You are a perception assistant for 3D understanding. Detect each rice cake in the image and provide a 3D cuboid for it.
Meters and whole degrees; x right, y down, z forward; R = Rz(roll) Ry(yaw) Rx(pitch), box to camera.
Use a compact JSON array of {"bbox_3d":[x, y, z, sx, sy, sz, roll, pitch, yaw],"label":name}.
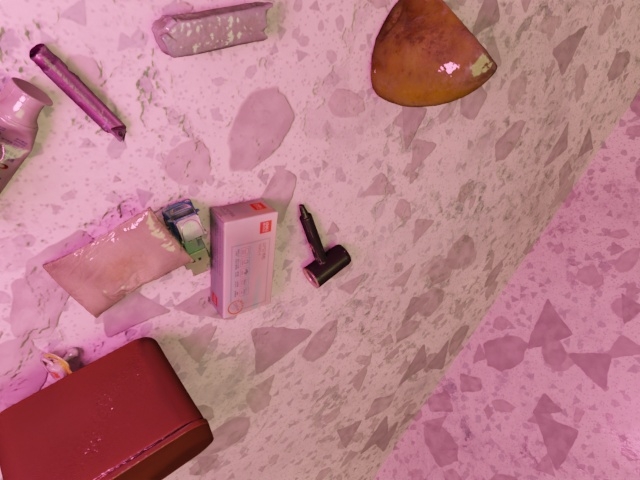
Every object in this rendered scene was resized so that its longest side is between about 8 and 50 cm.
[{"bbox_3d":[-0.178,-0.355,0.740,0.206,0.069,0.063,-27,131,-29],"label":"rice cake"}]

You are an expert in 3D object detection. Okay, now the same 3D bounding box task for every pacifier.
[{"bbox_3d":[-0.514,0.241,0.879,0.064,0.068,0.083,-59,154,-47],"label":"pacifier"}]

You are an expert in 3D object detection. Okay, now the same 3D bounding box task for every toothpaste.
[{"bbox_3d":[-0.495,-0.115,0.641,0.266,0.061,0.096,-49,141,7],"label":"toothpaste"}]

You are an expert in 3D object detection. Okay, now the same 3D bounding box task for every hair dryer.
[{"bbox_3d":[0.000,0.000,1.159,0.128,0.070,0.256,-34,131,-20],"label":"hair dryer"}]

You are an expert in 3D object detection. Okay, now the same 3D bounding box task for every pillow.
[{"bbox_3d":[-0.370,0.043,0.820,0.229,0.050,0.148,-30,133,1],"label":"pillow"}]

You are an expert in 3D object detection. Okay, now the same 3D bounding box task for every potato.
[{"bbox_3d":[0.250,-0.414,0.939,0.112,0.255,0.270,13,109,-47],"label":"potato"}]

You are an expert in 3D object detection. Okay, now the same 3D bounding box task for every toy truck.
[{"bbox_3d":[-0.265,0.008,0.906,0.067,0.081,0.175,-26,133,-24],"label":"toy truck"}]

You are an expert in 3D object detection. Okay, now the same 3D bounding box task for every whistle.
[{"bbox_3d":[-0.368,-0.223,0.684,0.033,0.033,0.176,-44,139,-8],"label":"whistle"}]

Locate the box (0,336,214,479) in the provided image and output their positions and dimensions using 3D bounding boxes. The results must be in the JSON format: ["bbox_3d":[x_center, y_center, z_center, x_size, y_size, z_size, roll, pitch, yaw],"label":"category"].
[{"bbox_3d":[-0.423,0.391,0.885,0.339,0.229,0.239,-28,152,-24],"label":"box"}]

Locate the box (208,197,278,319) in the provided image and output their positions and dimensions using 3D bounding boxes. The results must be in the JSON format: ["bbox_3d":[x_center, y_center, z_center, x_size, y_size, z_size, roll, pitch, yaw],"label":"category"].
[{"bbox_3d":[-0.181,0.045,1.008,0.134,0.079,0.270,-15,127,-33],"label":"box"}]
